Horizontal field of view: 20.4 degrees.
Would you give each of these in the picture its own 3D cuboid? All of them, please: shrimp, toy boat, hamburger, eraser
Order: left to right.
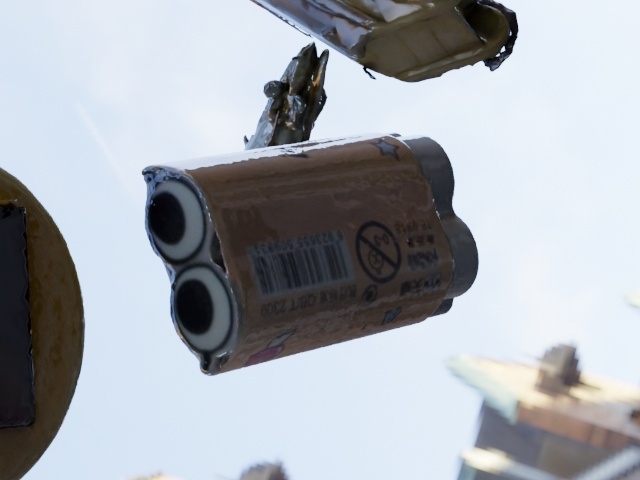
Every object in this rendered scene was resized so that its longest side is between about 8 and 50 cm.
[{"bbox_3d":[-0.309,0.066,1.271,0.302,0.170,0.302,3,-94,-51],"label":"hamburger"},{"bbox_3d":[-0.041,-0.268,1.321,0.162,0.445,0.136,-55,-30,2],"label":"toy boat"},{"bbox_3d":[-0.046,-0.112,2.181,0.247,0.085,0.360,-64,-6,-47],"label":"shrimp"},{"bbox_3d":[0.000,0.000,1.446,0.290,0.087,0.171,-12,-96,-45],"label":"eraser"}]
